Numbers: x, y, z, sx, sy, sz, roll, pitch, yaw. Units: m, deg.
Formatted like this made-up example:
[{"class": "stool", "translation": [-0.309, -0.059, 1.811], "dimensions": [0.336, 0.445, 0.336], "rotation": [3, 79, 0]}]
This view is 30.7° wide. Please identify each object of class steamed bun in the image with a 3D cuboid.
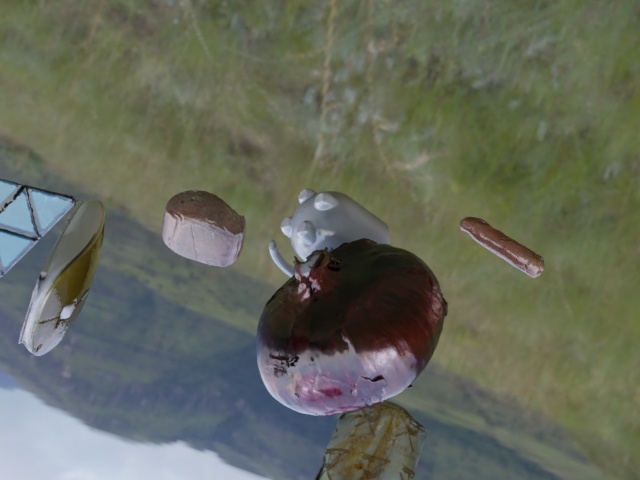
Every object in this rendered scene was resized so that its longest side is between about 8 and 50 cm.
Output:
[{"class": "steamed bun", "translation": [-0.234, -0.032, 2.380], "dimensions": [0.175, 0.106, 0.145], "rotation": [22, 143, 6]}]

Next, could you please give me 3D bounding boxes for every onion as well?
[{"class": "onion", "translation": [0.037, 0.120, 1.732], "dimensions": [0.314, 0.314, 0.232], "rotation": [22, 148, 53]}]

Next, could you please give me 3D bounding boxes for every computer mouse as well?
[{"class": "computer mouse", "translation": [-0.290, 0.039, 1.349], "dimensions": [0.056, 0.126, 0.245], "rotation": [19, -157, -6]}]

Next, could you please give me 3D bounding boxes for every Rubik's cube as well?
[{"class": "Rubik's cube", "translation": [-0.445, 0.018, 1.610], "dimensions": [0.211, 0.178, 0.190], "rotation": [16, 165, 8]}]

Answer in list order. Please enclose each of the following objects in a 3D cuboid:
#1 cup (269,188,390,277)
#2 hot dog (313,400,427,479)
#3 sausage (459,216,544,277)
[{"class": "cup", "translation": [0.006, -0.011, 1.942], "dimensions": [0.142, 0.134, 0.173], "rotation": [36, 156, -29]}, {"class": "hot dog", "translation": [0.080, 0.382, 1.931], "dimensions": [0.162, 0.270, 0.082], "rotation": [8, 137, 20]}, {"class": "sausage", "translation": [0.268, 0.006, 1.749], "dimensions": [0.036, 0.042, 0.158], "rotation": [-29, -132, -34]}]
